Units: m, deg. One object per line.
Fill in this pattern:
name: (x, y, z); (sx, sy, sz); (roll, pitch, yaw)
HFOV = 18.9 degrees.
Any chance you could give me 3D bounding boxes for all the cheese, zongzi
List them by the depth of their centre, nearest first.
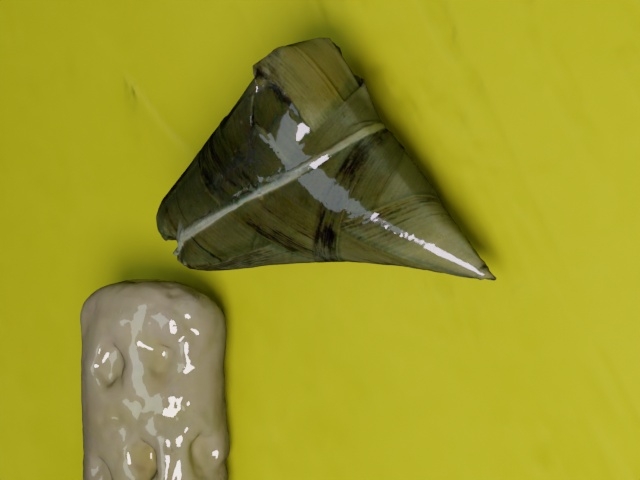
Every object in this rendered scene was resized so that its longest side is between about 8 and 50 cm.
zongzi: (0.000, 0.000, 0.692); (0.113, 0.052, 0.104); (51, 133, 13)
cheese: (-0.065, 0.111, 0.758); (0.065, 0.043, 0.194); (7, 97, 44)
